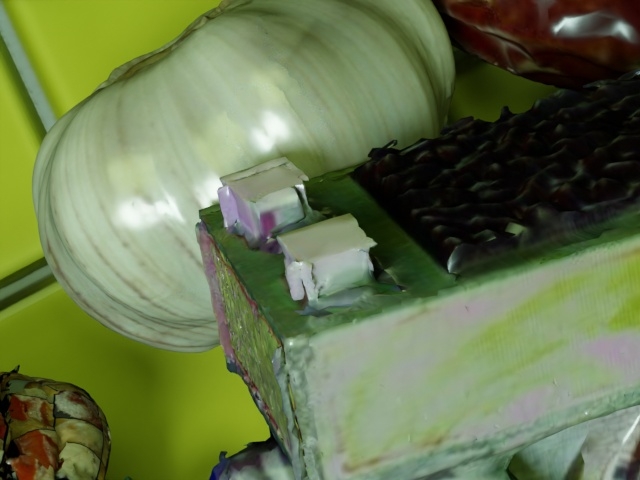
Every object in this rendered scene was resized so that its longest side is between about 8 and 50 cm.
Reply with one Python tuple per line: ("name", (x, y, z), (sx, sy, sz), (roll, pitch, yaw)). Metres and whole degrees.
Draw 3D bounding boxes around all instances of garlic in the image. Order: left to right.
("garlic", (0.000, 0.000, 0.826), (0.199, 0.199, 0.226), (-38, 95, -6))

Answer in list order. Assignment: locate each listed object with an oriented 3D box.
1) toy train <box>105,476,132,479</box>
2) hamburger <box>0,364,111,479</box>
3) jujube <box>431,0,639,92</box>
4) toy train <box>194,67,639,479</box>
("toy train", (-0.103, 0.189, 0.776), (0.132, 0.083, 0.200), (3, 58, 27))
("hamburger", (-0.186, 0.133, 0.768), (0.231, 0.107, 0.231), (-32, 39, 30))
("jujube", (0.115, -0.161, 0.839), (0.243, 0.183, 0.183), (17, 69, 10))
("toy train", (0.081, 0.048, 0.717), (0.260, 0.177, 0.134), (-16, 27, -12))
